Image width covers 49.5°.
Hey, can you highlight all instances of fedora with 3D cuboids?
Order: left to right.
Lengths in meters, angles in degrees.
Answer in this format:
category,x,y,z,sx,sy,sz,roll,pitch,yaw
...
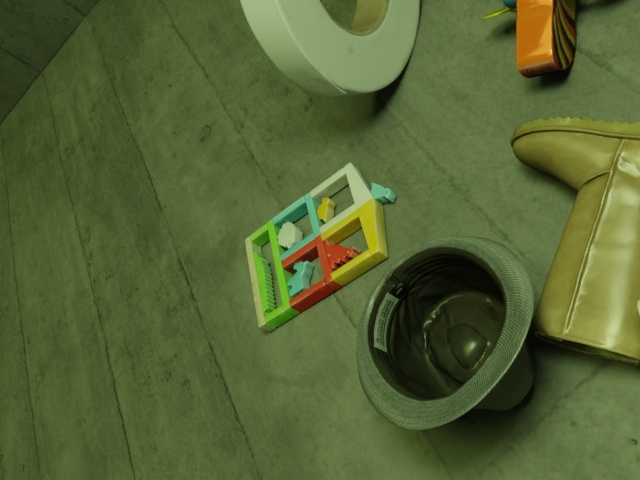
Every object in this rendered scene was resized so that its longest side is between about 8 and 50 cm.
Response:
category,x,y,z,sx,sy,sz,roll,pitch,yaw
fedora,0.168,0.122,0.840,0.244,0.124,0.275,-54,31,0

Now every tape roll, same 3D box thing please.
category,x,y,z,sx,sy,sz,roll,pitch,yaw
tape roll,0.024,-0.420,1.096,0.072,0.392,0.392,0,67,41

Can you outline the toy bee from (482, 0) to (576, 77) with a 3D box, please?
category,x,y,z,sx,sy,sz,roll,pitch,yaw
toy bee,0.336,-0.378,0.983,0.195,0.162,0.299,23,108,39

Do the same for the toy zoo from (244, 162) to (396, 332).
category,x,y,z,sx,sy,sz,roll,pitch,yaw
toy zoo,0.000,0.000,1.135,0.293,0.030,0.192,-34,48,24

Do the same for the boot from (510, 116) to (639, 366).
category,x,y,z,sx,sy,sz,roll,pitch,yaw
boot,0.300,-0.010,0.828,0.236,0.089,0.270,9,76,49

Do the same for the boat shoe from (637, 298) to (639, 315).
category,x,y,z,sx,sy,sz,roll,pitch,yaw
boat shoe,0.386,0.170,0.602,0.099,0.116,0.320,-30,49,25
